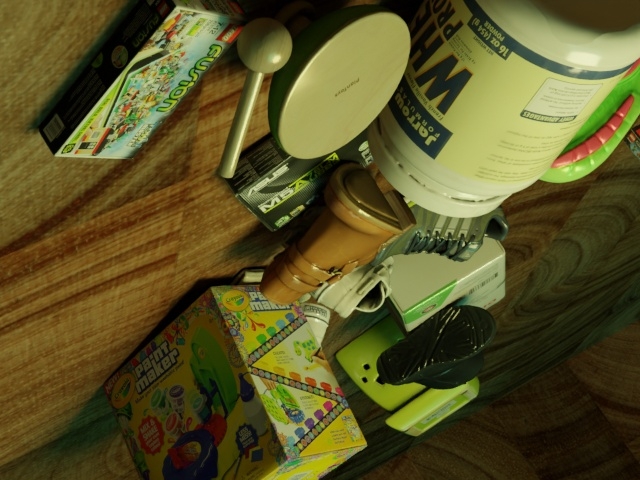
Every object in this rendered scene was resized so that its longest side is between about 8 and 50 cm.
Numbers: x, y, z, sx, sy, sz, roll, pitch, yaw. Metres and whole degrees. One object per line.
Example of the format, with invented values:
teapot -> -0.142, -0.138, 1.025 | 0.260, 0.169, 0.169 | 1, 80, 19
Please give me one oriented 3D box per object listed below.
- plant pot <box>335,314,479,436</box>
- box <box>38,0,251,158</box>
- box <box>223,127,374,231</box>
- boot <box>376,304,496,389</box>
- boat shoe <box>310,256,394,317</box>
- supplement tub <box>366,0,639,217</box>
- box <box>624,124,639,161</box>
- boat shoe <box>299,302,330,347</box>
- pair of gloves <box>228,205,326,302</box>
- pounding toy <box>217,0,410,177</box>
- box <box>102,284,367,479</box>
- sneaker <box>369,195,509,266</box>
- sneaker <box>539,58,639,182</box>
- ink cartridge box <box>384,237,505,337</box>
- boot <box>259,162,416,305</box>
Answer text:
plant pot -> 0.193, 0.271, 2.505 | 0.228, 0.207, 0.227 | -34, 161, 5
box -> -0.172, -0.160, 1.186 | 0.207, 0.036, 0.114 | -45, 158, 28
box -> -0.017, -0.100, 1.555 | 0.191, 0.045, 0.184 | -35, 164, 1
boot -> 0.245, 0.197, 2.205 | 0.246, 0.094, 0.207 | -32, 157, 27
boat shoe -> 0.070, 0.070, 1.944 | 0.096, 0.088, 0.267 | -48, 168, 15
supplement tub -> 0.205, -0.198, 1.389 | 0.235, 0.235, 0.325 | -19, 155, -35
box -> 0.721, -0.185, 2.330 | 0.233, 0.159, 0.044 | -27, 161, -20
boat shoe -> -0.064, 0.168, 1.953 | 0.095, 0.084, 0.258 | 14, 158, -15
pair of gloves -> -0.017, 0.023, 1.846 | 0.240, 0.042, 0.204 | -45, 157, 26
pounding toy -> -0.026, -0.182, 1.262 | 0.237, 0.110, 0.183 | -19, 143, -43
box -> -0.133, 0.258, 1.812 | 0.177, 0.279, 0.290 | 1, 145, -49
sneaker -> 0.191, -0.019, 1.932 | 0.300, 0.121, 0.111 | -24, 158, -35
sneaker -> 0.451, -0.260, 1.790 | 0.483, 0.185, 0.202 | -33, -171, -12
ink cartridge box -> 0.217, 0.073, 2.202 | 0.211, 0.121, 0.289 | -32, 160, -3
boot -> 0.000, 0.000, 1.643 | 0.220, 0.109, 0.283 | -33, 172, 12
